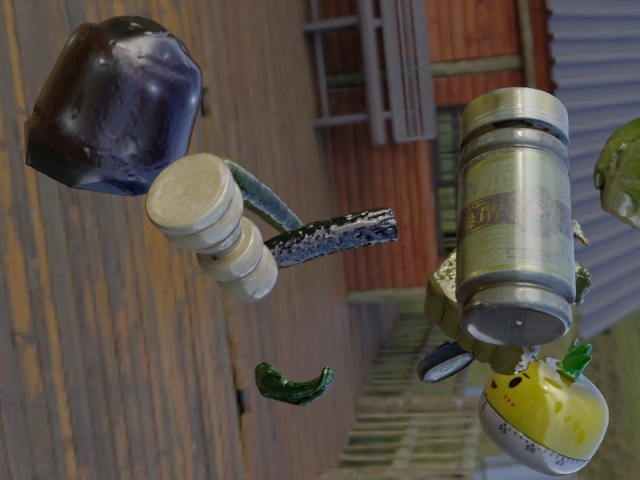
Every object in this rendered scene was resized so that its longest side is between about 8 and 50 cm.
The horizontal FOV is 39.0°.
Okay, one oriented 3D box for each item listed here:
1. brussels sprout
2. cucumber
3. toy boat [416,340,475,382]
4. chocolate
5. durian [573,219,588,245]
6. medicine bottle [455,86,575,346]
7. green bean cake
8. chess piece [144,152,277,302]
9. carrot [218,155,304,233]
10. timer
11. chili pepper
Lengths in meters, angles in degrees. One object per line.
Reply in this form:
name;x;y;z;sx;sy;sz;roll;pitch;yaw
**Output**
brussels sprout;0.657;-0.137;1.778;0.244;0.244;0.244;-4;90;-76
cucumber;0.000;0.000;1.763;0.072;0.303;0.081;-116;-165;-62
toy boat;0.234;0.220;1.682;0.060;0.137;0.061;41;28;-21
chocolate;-0.438;-0.319;1.972;0.383;0.384;0.331;-67;177;-62
durian;0.599;-0.026;2.299;0.146;0.208;0.102;-10;119;-42
medicine bottle;0.258;-0.031;1.204;0.151;0.151;0.322;64;28;-57
green bean cake;0.326;0.101;1.590;0.236;0.233;0.124;-40;151;-30
chess piece;-0.168;0.000;1.604;0.299;0.167;0.167;57;31;-46
carrot;-0.120;-0.077;1.902;0.358;0.074;0.074;37;49;-52
timer;0.488;0.321;1.886;0.285;0.285;0.285;-4;90;-76
chili pepper;-0.056;0.263;1.658;0.050;0.182;0.073;56;49;-37
